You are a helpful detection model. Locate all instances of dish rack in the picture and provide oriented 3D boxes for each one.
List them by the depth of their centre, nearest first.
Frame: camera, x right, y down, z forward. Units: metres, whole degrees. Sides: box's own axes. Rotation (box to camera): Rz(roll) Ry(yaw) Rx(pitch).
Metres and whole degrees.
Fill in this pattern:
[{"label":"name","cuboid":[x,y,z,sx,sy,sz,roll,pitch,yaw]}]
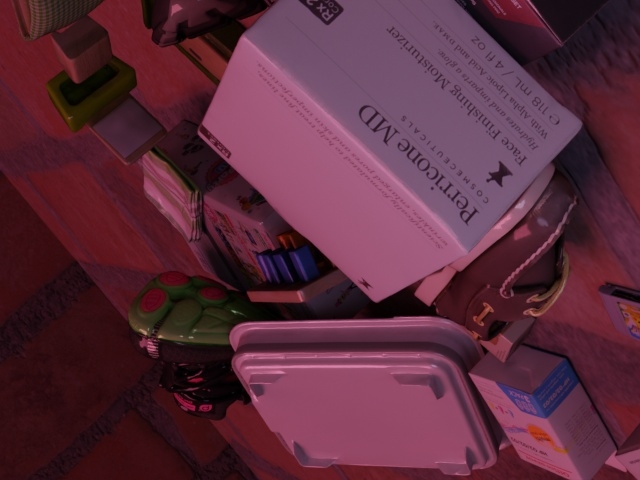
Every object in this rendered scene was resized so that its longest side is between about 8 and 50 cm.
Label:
[{"label":"dish rack","cuboid":[0.059,0.212,1.305,0.332,0.072,0.285,-3,137,25]}]

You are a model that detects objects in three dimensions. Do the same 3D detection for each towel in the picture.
[{"label":"towel","cuboid":[-0.198,-0.064,1.338,0.113,0.023,0.152,44,159,13]}]

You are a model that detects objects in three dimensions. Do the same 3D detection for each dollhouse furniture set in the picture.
[{"label":"dollhouse furniture set","cuboid":[-0.178,-0.218,1.024,0.151,0.197,0.301,44,161,12]}]

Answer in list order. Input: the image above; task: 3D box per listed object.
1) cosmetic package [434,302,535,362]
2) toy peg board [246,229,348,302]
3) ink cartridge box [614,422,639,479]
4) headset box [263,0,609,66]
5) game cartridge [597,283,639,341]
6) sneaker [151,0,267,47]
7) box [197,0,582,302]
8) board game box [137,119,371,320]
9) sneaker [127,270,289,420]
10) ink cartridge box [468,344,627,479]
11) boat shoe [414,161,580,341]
[{"label":"cosmetic package","cuboid":[0.168,0.072,1.095,0.115,0.041,0.060,40,159,19]},{"label":"toy peg board","cuboid":[0.000,0.000,1.154,0.161,0.160,0.079,-8,107,66]},{"label":"ink cartridge box","cuboid":[0.351,0.176,0.765,0.203,0.148,0.086,44,158,6]},{"label":"headset box","cuboid":[0.063,-0.208,0.678,0.218,0.110,0.293,49,160,-8]},{"label":"game cartridge","cuboid":[0.284,0.069,0.894,0.083,0.017,0.056,17,148,55]},{"label":"sneaker","cuboid":[-0.101,-0.231,0.874,0.267,0.101,0.106,-85,-24,-73]},{"label":"box","cuboid":[0.034,-0.072,0.662,0.181,0.119,0.182,44,161,-2]},{"label":"board game box","cuboid":[-0.092,-0.017,1.380,0.303,0.097,0.224,27,153,46]},{"label":"sneaker","cuboid":[-0.150,0.173,1.520,0.185,0.202,0.483,25,177,18]},{"label":"ink cartridge box","cuboid":[0.254,0.202,1.138,0.104,0.061,0.181,13,142,58]},{"label":"boat shoe","cuboid":[0.167,0.020,0.902,0.096,0.116,0.324,40,164,5]}]
